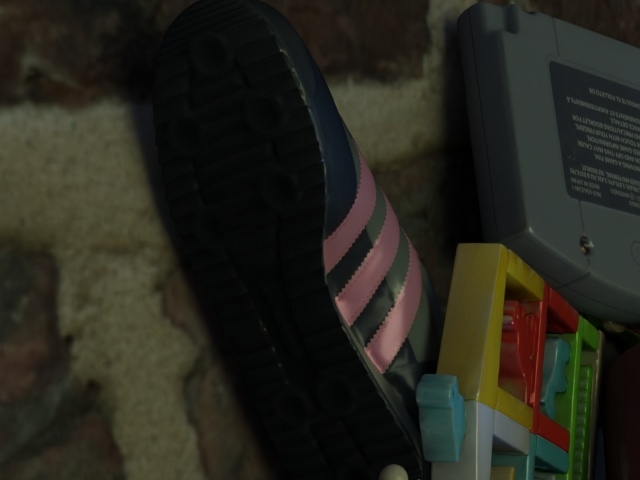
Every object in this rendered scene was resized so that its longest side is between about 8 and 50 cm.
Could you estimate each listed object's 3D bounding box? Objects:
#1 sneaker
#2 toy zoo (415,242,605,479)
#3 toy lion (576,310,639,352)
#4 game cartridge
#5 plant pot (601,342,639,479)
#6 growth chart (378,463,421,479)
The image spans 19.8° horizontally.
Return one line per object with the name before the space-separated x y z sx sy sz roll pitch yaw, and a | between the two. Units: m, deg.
sneaker | 0.000 0.000 1.059 0.131 0.112 0.319 -43 121 -55
toy zoo | 0.120 0.118 1.120 0.293 0.030 0.192 36 58 -63
toy lion | 0.226 0.037 1.316 0.100 0.034 0.096 28 59 -38
game cartridge | 0.210 -0.041 1.270 0.294 0.060 0.196 12 61 -42
plant pot | 0.273 0.160 1.229 0.201 0.201 0.180 22 43 -41
growth chart | 0.032 0.223 0.925 0.172 0.021 0.237 49 50 4
